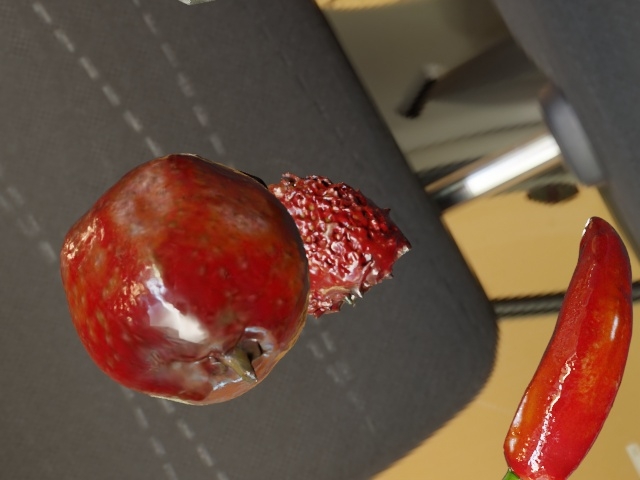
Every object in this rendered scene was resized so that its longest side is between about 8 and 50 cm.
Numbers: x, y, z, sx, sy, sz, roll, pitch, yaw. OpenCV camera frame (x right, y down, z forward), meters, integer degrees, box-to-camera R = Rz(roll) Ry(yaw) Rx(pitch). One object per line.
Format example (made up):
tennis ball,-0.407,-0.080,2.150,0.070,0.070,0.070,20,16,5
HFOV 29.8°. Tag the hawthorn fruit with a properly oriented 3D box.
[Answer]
hawthorn fruit,-0.109,0.046,1.043,0.250,0.215,0.215,51,-176,38

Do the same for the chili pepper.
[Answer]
chili pepper,0.266,0.130,1.260,0.091,0.368,0.137,30,163,-5

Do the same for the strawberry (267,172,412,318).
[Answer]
strawberry,0.000,0.000,1.573,0.201,0.184,0.187,42,-176,-8

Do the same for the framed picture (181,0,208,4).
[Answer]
framed picture,-0.115,-0.231,1.084,0.066,0.007,0.089,28,-151,24
